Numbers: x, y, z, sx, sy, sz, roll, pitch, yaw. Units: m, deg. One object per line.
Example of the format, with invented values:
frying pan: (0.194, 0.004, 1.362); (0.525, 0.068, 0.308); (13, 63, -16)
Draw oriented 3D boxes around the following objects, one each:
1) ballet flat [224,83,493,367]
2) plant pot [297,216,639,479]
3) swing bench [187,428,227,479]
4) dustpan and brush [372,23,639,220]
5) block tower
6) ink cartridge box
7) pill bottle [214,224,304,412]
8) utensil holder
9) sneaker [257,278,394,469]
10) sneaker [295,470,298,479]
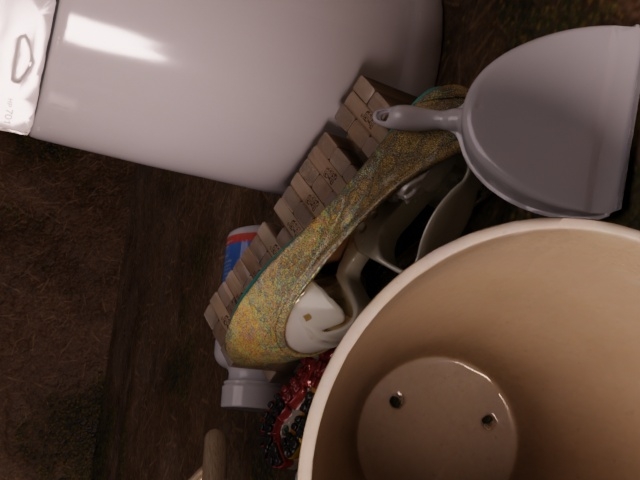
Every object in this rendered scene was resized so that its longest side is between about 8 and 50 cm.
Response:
ballet flat: (0.040, 0.017, 0.783); (0.348, 0.123, 0.123); (-49, 31, 16)
plant pot: (0.103, 0.135, 0.532); (0.274, 0.256, 0.256); (126, 152, -80)
swing bench: (-0.015, 0.307, 0.617); (0.165, 0.253, 0.254); (-48, 22, -4)
dustpan and brush: (0.134, -0.095, 0.674); (0.060, 0.211, 0.147); (28, -108, -68)
block tower: (0.000, 0.000, 0.900); (0.335, 0.097, 0.091); (-56, 45, 23)
ink cartridge box: (-0.306, -0.196, 0.836); (0.191, 0.082, 0.139); (-128, 51, -64)
pill bottle: (-0.067, 0.101, 1.086); (0.124, 0.124, 0.221); (152, 125, -63)
utensil holder: (-0.109, -0.222, 0.991); (0.327, 0.385, 0.327); (-170, 90, -69)
sneaker: (0.026, 0.137, 0.890); (0.225, 0.093, 0.088); (-57, 39, 7)
sneaker: (0.025, 0.264, 0.893); (0.065, 0.061, 0.158); (-52, 24, -2)
